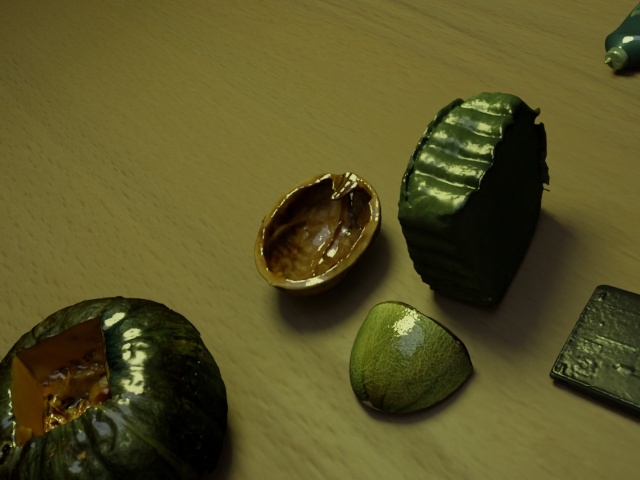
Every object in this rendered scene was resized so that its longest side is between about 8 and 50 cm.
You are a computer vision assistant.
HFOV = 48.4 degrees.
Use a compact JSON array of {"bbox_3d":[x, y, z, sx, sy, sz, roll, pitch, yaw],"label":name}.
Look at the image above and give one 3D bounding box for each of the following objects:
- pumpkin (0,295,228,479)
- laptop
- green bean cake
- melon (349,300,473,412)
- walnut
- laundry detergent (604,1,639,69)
[{"bbox_3d":[-0.272,0.210,0.884,0.320,0.192,0.321,-12,46,13],"label":"pumpkin"},{"bbox_3d":[0.385,0.133,0.797,0.207,0.026,0.154,21,63,35],"label":"laptop"},{"bbox_3d":[0.196,-0.057,0.899,0.124,0.227,0.223,19,61,31],"label":"green bean cake"},{"bbox_3d":[0.093,0.143,0.871,0.160,0.079,0.128,19,59,33],"label":"melon"},{"bbox_3d":[-0.001,0.002,1.023,0.167,0.087,0.211,26,67,29],"label":"walnut"},{"bbox_3d":[0.520,-0.336,1.118,0.206,0.061,0.096,-41,52,-14],"label":"laundry detergent"}]
